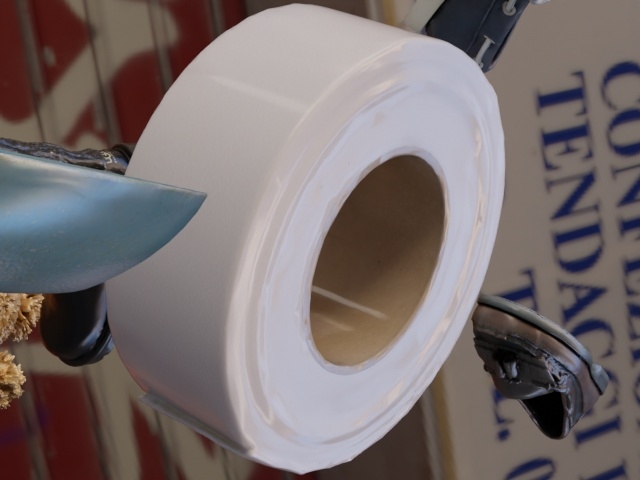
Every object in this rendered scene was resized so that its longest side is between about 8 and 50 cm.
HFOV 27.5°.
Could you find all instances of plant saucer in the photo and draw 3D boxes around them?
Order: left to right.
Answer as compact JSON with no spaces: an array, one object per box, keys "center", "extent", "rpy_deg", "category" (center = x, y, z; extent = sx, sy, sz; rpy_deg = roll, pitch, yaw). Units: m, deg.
[{"center":[-0.196,-0.028,0.425],"extent":[0.317,0.317,0.043],"rpy_deg":[12,-89,58],"category":"plant saucer"}]

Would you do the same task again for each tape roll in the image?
[{"center":[0.000,0.000,0.829],"extent":[0.100,0.286,0.286],"rpy_deg":[23,-56,33],"category":"tape roll"}]

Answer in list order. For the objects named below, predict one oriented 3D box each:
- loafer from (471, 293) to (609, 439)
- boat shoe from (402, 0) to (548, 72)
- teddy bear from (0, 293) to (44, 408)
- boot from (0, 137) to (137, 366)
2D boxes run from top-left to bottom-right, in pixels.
[{"center":[0.210,0.130,1.258],"extent":[0.096,0.267,0.084],"rpy_deg":[21,-99,34],"category":"loafer"},{"center":[0.136,-0.181,0.800],"extent":[0.079,0.095,0.254],"rpy_deg":[38,-35,-5],"category":"boat shoe"},{"center":[-0.310,0.033,1.076],"extent":[0.338,0.113,0.245],"rpy_deg":[22,62,-77],"category":"teddy bear"},{"center":[-0.361,0.018,1.618],"extent":[0.131,0.260,0.348],"rpy_deg":[43,-55,38],"category":"boot"}]
